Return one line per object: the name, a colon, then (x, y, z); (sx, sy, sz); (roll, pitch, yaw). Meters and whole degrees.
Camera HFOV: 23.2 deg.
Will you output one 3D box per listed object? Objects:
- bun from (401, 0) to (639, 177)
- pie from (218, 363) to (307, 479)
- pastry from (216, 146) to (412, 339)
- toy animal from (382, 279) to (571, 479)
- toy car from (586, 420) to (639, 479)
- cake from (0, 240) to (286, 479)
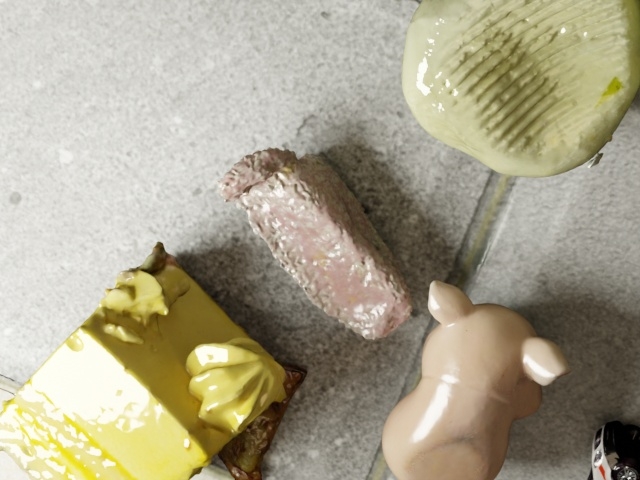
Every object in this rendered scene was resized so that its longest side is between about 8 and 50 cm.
bun: (0.200, -0.189, 1.575); (0.259, 0.160, 0.259); (-2, 118, -3)
pie: (-0.089, 0.218, 1.879); (0.088, 0.033, 0.191); (26, 115, 8)
pastry: (-0.001, -0.009, 1.725); (0.103, 0.112, 0.265); (-32, 113, 22)
toy animal: (0.158, 0.178, 1.736); (0.166, 0.154, 0.250); (21, 117, -1)
toy car: (0.347, 0.308, 1.787); (0.108, 0.089, 0.210); (-22, 109, 26)
cake: (-0.185, 0.161, 1.758); (0.227, 0.222, 0.286); (43, 117, -1)
